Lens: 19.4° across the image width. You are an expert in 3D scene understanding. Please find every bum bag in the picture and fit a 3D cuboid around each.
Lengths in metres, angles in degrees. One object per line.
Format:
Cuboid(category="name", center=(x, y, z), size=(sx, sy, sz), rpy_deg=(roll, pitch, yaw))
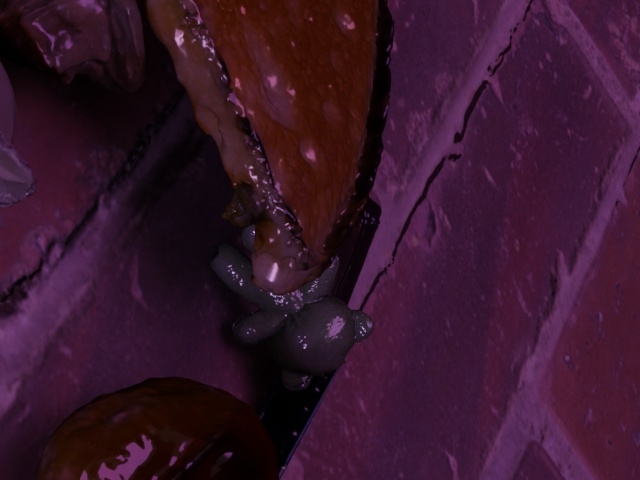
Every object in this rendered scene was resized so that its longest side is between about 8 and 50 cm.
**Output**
Cuboid(category="bum bag", center=(0.000, 0.000, 1.749), size=(0.109, 0.026, 0.159), rpy_deg=(45, 50, -30))

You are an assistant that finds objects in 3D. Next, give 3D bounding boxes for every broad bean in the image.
Cuboid(category="broad bean", center=(-0.127, 0.186, 1.427), size=(0.228, 0.122, 0.156), rpy_deg=(-10, 108, -47))

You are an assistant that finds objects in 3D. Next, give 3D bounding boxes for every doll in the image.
Cuboid(category="doll", center=(-0.027, 0.050, 1.622), size=(0.150, 0.115, 0.077), rpy_deg=(53, 5, 5))

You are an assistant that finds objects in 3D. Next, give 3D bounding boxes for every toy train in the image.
Cuboid(category="toy train", center=(-0.028, 0.146, 1.626), size=(0.043, 0.047, 0.207), rpy_deg=(37, 43, -6))

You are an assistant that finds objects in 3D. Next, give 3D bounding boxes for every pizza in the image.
Cuboid(category="pizza", center=(-0.037, -0.142, 1.575), size=(0.435, 0.080, 0.392), rpy_deg=(10, 66, -58))

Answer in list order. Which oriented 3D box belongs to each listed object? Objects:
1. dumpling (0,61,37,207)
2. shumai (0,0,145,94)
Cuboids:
Cuboid(category="dumpling", center=(-0.289, -0.111, 1.319), size=(0.142, 0.172, 0.247), rpy_deg=(-48, 110, -16))
Cuboid(category="shumai", center=(-0.215, -0.191, 1.488), size=(0.120, 0.201, 0.201), rpy_deg=(-22, 93, -11))
